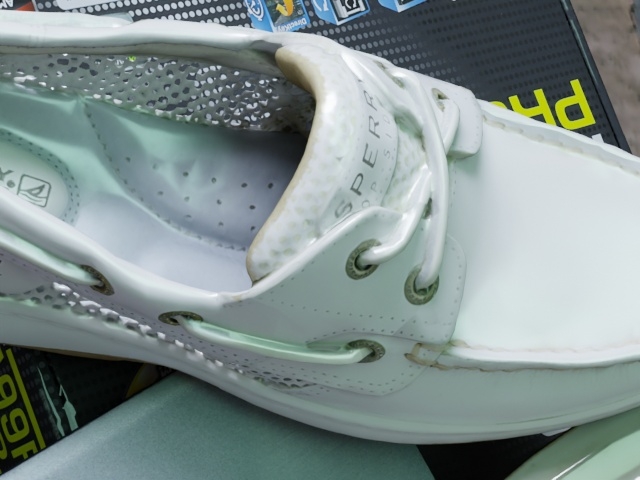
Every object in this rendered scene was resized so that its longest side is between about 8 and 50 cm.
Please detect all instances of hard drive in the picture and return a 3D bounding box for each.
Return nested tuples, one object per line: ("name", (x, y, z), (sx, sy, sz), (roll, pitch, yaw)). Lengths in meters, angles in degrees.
("hard drive", (-0.027, 0.083, 0.493), (0.135, 0.022, 0.094), (-30, 91, -38))

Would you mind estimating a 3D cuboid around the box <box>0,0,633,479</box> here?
("box", (0.000, 0.000, 0.595), (0.270, 0.060, 0.216), (-16, 82, -37))

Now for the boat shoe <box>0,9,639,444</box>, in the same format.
("boat shoe", (-0.004, -0.008, 0.463), (0.277, 0.096, 0.098), (6, 67, -13))

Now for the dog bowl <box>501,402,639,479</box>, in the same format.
("dog bowl", (0.190, 0.230, 0.468), (0.407, 0.150, 0.408), (-5, 57, 8))
